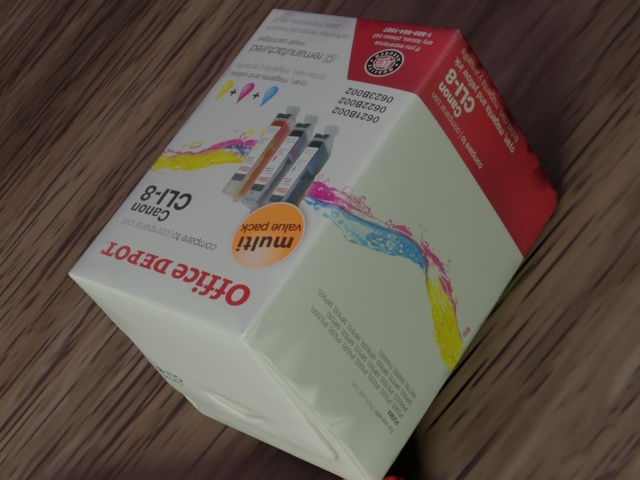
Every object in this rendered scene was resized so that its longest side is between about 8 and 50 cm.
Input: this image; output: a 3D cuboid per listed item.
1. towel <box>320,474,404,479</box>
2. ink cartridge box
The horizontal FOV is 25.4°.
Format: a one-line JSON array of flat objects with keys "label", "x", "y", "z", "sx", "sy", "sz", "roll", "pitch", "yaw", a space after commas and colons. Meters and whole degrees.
[{"label": "towel", "x": -0.074, "y": 0.217, "z": 0.681, "sx": 0.274, "sy": 0.031, "sz": 0.199, "roll": -11, "pitch": 56, "yaw": 34}, {"label": "ink cartridge box", "x": 0.000, "y": 0.000, "z": 0.671, "sx": 0.128, "sy": 0.127, "sz": 0.176, "roll": 15, "pitch": 63, "yaw": 43}]
